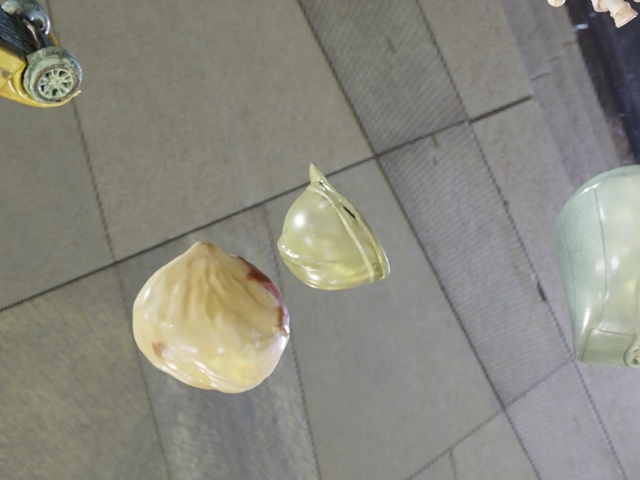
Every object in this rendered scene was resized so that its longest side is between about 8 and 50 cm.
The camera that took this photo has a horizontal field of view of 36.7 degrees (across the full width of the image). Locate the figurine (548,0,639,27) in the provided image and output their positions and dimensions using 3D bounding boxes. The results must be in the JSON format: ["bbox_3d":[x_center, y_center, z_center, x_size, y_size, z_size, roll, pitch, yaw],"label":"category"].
[{"bbox_3d":[0.569,-0.564,2.025,0.200,0.276,0.133,-38,147,-2],"label":"figurine"}]

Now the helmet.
[{"bbox_3d":[-0.005,0.000,1.666,0.137,0.257,0.204,-30,133,-10],"label":"helmet"}]

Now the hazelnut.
[{"bbox_3d":[-0.178,0.122,1.575,0.261,0.261,0.241,-14,113,-42],"label":"hazelnut"}]

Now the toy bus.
[{"bbox_3d":[-0.364,-0.198,0.822,0.123,0.121,0.335,-45,144,13],"label":"toy bus"}]

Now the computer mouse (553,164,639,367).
[{"bbox_3d":[0.383,0.068,1.153,0.371,0.188,0.122,67,24,-47],"label":"computer mouse"}]
